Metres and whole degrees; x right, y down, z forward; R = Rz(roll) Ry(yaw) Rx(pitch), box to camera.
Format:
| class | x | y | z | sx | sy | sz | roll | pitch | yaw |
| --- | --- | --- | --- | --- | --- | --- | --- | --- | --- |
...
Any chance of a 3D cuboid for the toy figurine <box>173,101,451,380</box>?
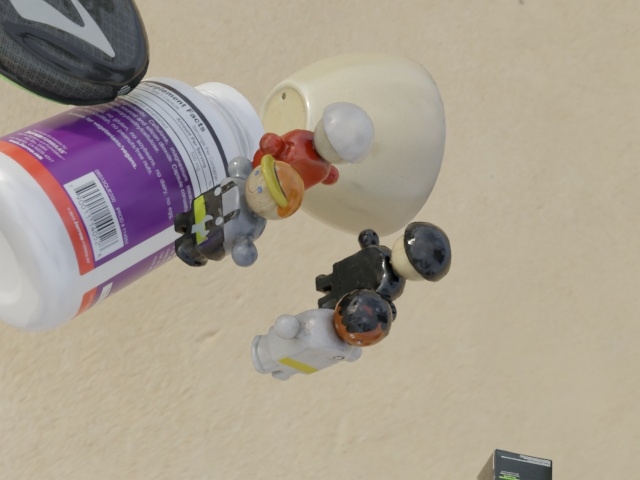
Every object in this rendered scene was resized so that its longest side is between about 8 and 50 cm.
| class | x | y | z | sx | sy | sz | roll | pitch | yaw |
| --- | --- | --- | --- | --- | --- | --- | --- | --- | --- |
| toy figurine | 0.000 | 0.000 | 0.838 | 0.213 | 0.148 | 0.209 | 59 | 33 | -7 |

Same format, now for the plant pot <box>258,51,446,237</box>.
| class | x | y | z | sx | sy | sz | roll | pitch | yaw |
| --- | --- | --- | --- | --- | --- | --- | --- | --- | --- |
| plant pot | 0.019 | -0.153 | 1.390 | 0.191 | 0.284 | 0.284 | 7 | 68 | -38 |

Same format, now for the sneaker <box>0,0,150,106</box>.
| class | x | y | z | sx | sy | sz | roll | pitch | yaw |
| --- | --- | --- | --- | --- | --- | --- | --- | --- | --- |
| sneaker | -0.243 | -0.303 | 0.740 | 0.185 | 0.202 | 0.483 | -49 | 139 | -31 |

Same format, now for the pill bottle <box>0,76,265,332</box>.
| class | x | y | z | sx | sy | sz | roll | pitch | yaw |
| --- | --- | --- | --- | --- | --- | --- | --- | --- | --- |
| pill bottle | -0.204 | -0.054 | 0.953 | 0.323 | 0.181 | 0.181 | -34 | 88 | -44 |

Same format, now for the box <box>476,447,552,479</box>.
| class | x | y | z | sx | sy | sz | roll | pitch | yaw |
| --- | --- | --- | --- | --- | --- | --- | --- | --- | --- |
| box | 0.160 | 0.228 | 0.783 | 0.052 | 0.062 | 0.083 | 12 | 51 | -1 |
